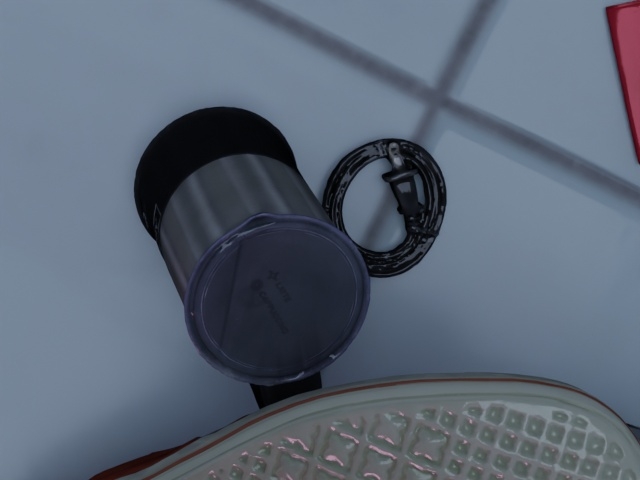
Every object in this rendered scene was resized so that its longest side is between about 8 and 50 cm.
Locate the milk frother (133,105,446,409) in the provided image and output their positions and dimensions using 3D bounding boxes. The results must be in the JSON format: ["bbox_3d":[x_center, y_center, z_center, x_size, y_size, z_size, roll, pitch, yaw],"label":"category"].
[{"bbox_3d":[0.000,0.000,0.800,0.143,0.135,0.129,-31,120,0],"label":"milk frother"}]

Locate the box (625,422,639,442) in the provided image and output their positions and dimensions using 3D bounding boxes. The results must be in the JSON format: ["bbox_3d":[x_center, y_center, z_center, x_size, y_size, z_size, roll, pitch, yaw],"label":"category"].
[{"bbox_3d":[0.150,0.185,0.802,0.119,0.181,0.182,14,91,-6],"label":"box"}]

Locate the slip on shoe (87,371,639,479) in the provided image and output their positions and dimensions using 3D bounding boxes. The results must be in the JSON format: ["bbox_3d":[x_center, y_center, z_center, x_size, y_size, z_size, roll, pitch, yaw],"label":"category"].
[{"bbox_3d":[-0.008,0.123,0.759,0.331,0.101,0.123,-19,99,29],"label":"slip on shoe"}]

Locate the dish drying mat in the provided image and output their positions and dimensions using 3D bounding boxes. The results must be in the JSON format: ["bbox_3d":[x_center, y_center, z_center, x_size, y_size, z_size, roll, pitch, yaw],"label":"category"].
[{"bbox_3d":[0.171,-0.083,0.876,0.032,0.008,0.083,-13,95,-4],"label":"dish drying mat"}]
